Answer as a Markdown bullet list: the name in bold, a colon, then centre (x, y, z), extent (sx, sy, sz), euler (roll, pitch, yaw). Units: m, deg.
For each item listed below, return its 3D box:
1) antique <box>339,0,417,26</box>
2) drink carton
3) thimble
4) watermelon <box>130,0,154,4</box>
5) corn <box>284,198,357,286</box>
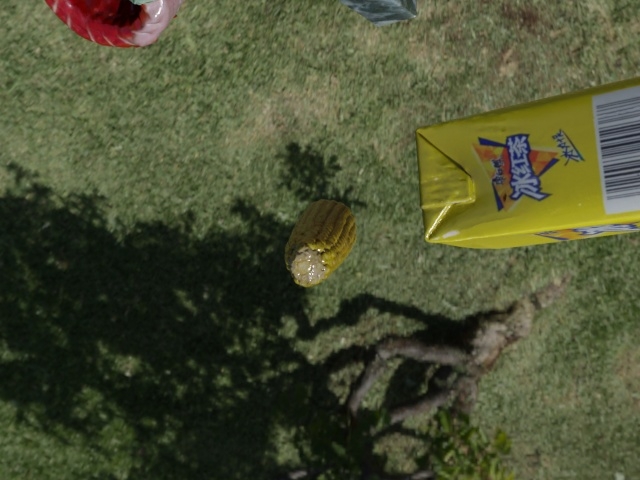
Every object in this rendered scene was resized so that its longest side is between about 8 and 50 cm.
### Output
- **antique**: centre (0.103, -0.461, 1.451), extent (0.086, 0.183, 0.088), euler (-5, 82, 34)
- **drink carton**: centre (0.267, -0.064, 0.643), extent (0.351, 0.154, 0.111), euler (-9, 82, 35)
- **thimble**: centre (-0.264, -0.346, 1.041), extent (0.189, 0.125, 0.163), euler (17, 143, 10)
- **watermelon**: centre (-0.123, -0.382, 0.924), extent (0.193, 0.256, 0.140), euler (-29, 82, 47)
- **corn**: centre (0.000, 0.000, 1.218), extent (0.097, 0.262, 0.097), euler (3, 107, 11)
